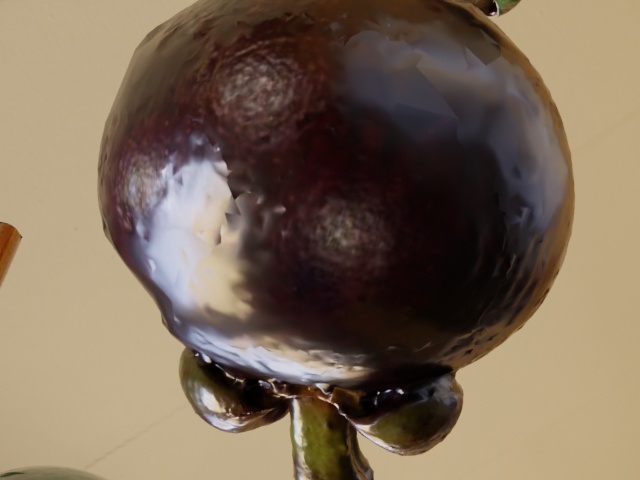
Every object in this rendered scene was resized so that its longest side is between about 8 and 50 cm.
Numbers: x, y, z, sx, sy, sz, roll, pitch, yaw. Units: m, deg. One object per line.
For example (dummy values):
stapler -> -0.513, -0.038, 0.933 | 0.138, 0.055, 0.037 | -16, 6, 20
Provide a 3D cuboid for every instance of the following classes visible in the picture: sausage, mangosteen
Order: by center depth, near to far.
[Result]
mangosteen -> -0.001, -0.019, 0.539 | 0.293, 0.297, 0.297 | -51, -47, -2
sausage -> -0.271, 0.027, 0.710 | 0.031, 0.107, 0.031 | -1, -54, -2

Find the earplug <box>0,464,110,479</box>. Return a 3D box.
earplug -> -0.085, 0.217, 0.322 | 0.164, 0.280, 0.257 | -29, -56, 5

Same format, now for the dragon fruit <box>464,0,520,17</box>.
dragon fruit -> 0.117, -0.372, 0.973 | 0.268, 0.130, 0.295 | -30, -71, 11
